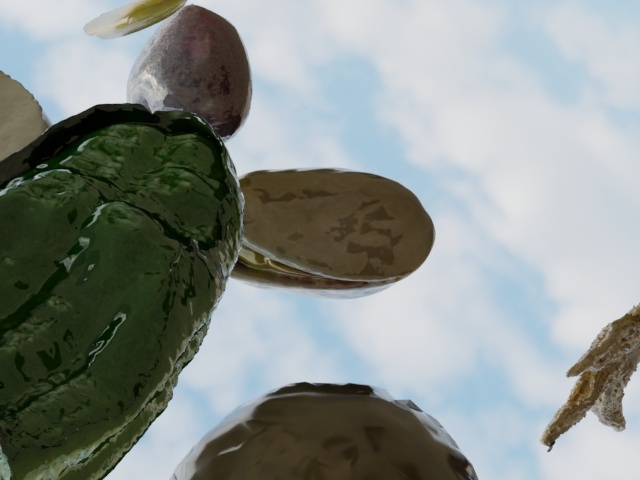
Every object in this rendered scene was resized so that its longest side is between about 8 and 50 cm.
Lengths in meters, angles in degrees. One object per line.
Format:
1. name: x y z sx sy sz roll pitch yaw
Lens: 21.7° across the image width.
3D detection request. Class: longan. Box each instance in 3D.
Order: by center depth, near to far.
1. longan: 0.013 0.362 1.654 0.404 0.404 0.436 -12 -105 -52

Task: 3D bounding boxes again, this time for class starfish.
1. starfish: 0.351 0.145 1.978 0.060 0.299 0.302 42 -141 25

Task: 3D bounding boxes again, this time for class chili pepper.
1. chili pepper: -0.177 0.050 1.079 0.213 0.167 0.385 14 -150 10

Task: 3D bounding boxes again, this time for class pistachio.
1. pistachio: 0.000 0.000 2.032 0.288 0.166 0.197 -5 -140 -17

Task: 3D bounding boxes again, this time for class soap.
1. soap: -0.197 -0.242 1.797 0.089 0.168 0.033 -24 -79 -22

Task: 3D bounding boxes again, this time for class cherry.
1. cherry: -0.155 -0.191 2.008 0.140 0.176 0.176 22 -142 -36

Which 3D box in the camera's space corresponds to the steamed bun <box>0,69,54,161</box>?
1. steamed bun: -0.419 -0.042 1.751 0.324 0.206 0.324 4 -141 -3
